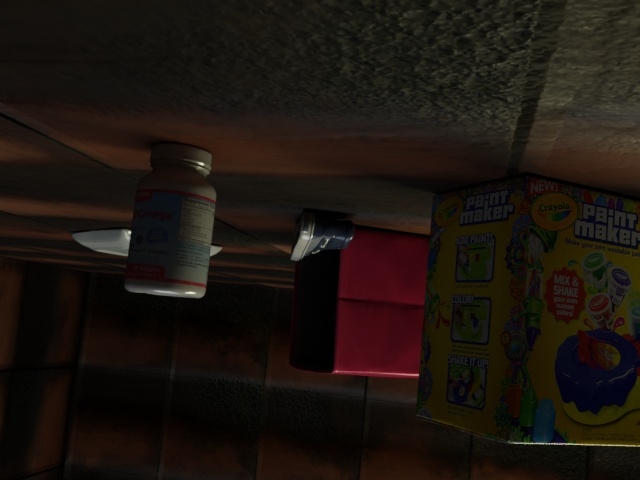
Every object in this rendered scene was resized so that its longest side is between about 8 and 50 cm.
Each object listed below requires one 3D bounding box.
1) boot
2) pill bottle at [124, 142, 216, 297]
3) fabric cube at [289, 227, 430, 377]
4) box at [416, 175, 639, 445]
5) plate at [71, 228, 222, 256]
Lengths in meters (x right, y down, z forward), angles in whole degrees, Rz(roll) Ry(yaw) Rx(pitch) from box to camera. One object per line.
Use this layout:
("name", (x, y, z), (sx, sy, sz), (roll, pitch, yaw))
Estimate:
("boot", (0.000, 0.000, 1.159), (0.086, 0.069, 0.190), (9, 171, -6))
("pill bottle", (-0.160, -0.020, 0.760), (0.087, 0.160, 0.087), (5, 173, 1))
("fabric cube", (0.105, 0.124, 1.311), (0.258, 0.259, 0.254), (7, 172, -20))
("box", (0.291, 0.092, 0.843), (0.290, 0.279, 0.177), (8, 173, -25))
("plate", (-0.431, 0.016, 1.719), (0.277, 0.045, 0.278), (11, 171, -43))
